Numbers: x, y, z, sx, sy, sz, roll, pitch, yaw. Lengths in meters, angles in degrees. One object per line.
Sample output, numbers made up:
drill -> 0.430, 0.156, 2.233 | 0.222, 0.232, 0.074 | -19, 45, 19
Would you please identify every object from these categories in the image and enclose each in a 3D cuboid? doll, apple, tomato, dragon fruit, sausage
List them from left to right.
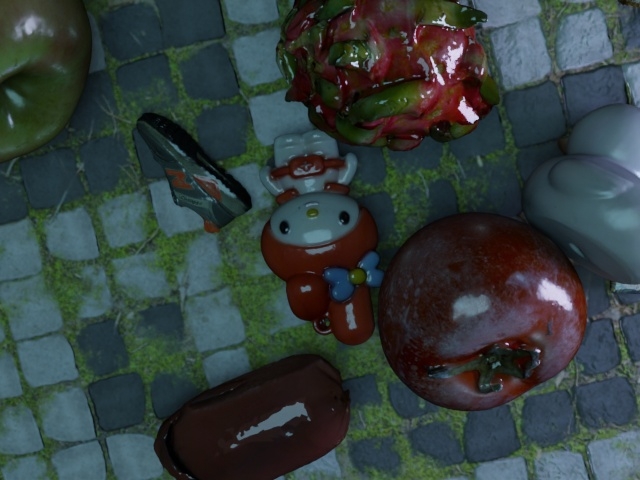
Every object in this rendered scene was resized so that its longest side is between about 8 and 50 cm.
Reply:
apple -> -0.461, -0.260, 1.797 | 0.277, 0.319, 0.319 | 42, 102, 26
sausage -> -0.090, 0.255, 1.928 | 0.279, 0.152, 0.152 | -23, 97, 9
doll -> 0.000, 0.000, 1.883 | 0.161, 0.130, 0.290 | -9, 85, 0
dragon fruit -> 0.088, -0.221, 1.783 | 0.302, 0.231, 0.237 | 19, 105, -41
tomato -> 0.201, 0.082, 1.825 | 0.270, 0.227, 0.270 | -8, 139, -7
doll -> 0.382, -0.068, 1.800 | 0.221, 0.251, 0.221 | -15, 118, -30

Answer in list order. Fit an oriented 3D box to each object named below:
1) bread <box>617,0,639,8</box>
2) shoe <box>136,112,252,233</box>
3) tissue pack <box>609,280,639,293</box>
bread -> 0.426, -0.330, 1.813 | 0.076, 0.083, 0.070 | 14, 110, 6
shoe -> -0.185, -0.089, 1.916 | 0.194, 0.074, 0.077 | 42, 106, -5
tissue pack -> 0.421, 0.030, 1.901 | 0.063, 0.035, 0.083 | 3, 102, 6
